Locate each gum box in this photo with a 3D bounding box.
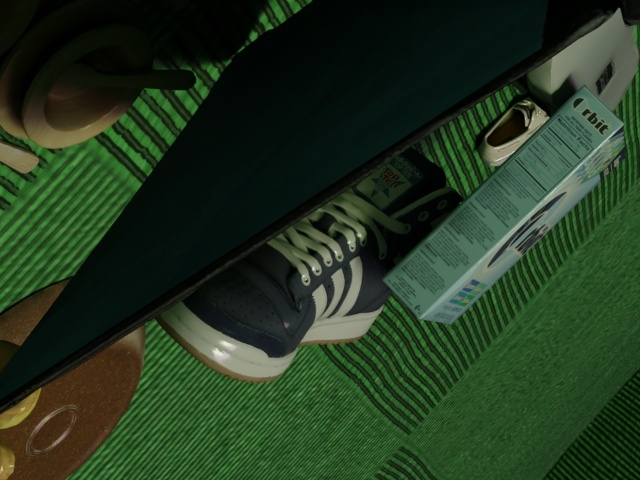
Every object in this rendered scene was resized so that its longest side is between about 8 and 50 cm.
[{"bbox_3d":[0.134,-0.019,0.973,0.184,0.041,0.157,-44,167,7],"label":"gum box"}]

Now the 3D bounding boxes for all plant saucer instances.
[{"bbox_3d":[-0.177,0.109,0.863,0.198,0.036,0.199,-40,156,-22],"label":"plant saucer"}]

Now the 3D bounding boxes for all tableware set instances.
[{"bbox_3d":[-0.129,-0.084,0.615,0.128,0.039,0.194,-46,159,6],"label":"tableware set"}]

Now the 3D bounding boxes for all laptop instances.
[{"bbox_3d":[0.012,-0.195,0.524,0.382,0.236,0.408,-67,156,-60],"label":"laptop"}]

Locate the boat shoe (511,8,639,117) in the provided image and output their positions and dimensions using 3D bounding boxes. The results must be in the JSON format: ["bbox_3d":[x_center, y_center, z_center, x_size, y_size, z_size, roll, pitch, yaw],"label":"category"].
[{"bbox_3d":[0.164,-0.158,0.987,0.113,0.105,0.306,-56,164,6],"label":"boat shoe"}]

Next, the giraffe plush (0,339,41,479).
[{"bbox_3d":[-0.212,0.063,0.536,0.210,0.170,0.181,-20,144,-51],"label":"giraffe plush"}]

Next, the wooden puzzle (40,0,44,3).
[{"bbox_3d":[-0.111,-0.137,0.622,0.083,0.006,0.049,-40,156,-23],"label":"wooden puzzle"}]

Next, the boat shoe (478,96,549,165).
[{"bbox_3d":[0.176,-0.105,1.190,0.100,0.035,0.035,-36,159,-14],"label":"boat shoe"}]

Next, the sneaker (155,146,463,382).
[{"bbox_3d":[0.000,0.000,0.934,0.153,0.099,0.282,-53,164,18],"label":"sneaker"}]
